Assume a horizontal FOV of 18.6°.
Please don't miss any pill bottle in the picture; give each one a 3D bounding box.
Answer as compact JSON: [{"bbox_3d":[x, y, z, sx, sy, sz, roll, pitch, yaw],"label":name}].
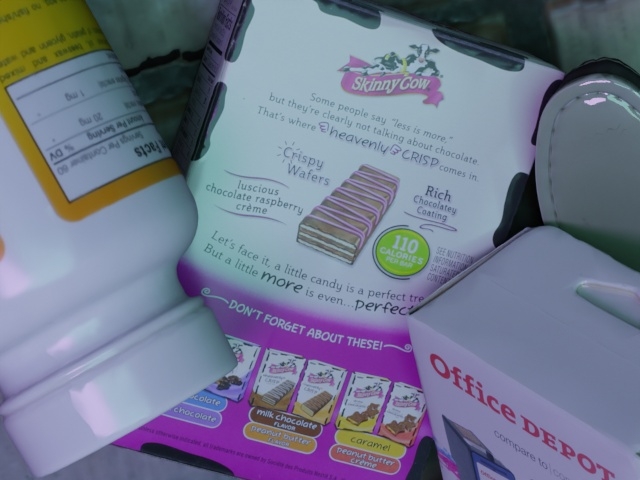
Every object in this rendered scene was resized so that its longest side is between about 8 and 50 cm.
[{"bbox_3d":[-0.138,-0.029,0.838,0.136,0.136,0.245,-29,90,-4],"label":"pill bottle"}]

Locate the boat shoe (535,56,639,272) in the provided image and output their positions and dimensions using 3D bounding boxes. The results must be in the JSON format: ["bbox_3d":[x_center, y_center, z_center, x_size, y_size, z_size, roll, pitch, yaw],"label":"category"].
[{"bbox_3d":[0.165,-0.003,0.951,0.081,0.068,0.227,-12,127,25],"label":"boat shoe"}]

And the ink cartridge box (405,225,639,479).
[{"bbox_3d":[0.136,0.119,0.913,0.093,0.154,0.212,-32,130,-25],"label":"ink cartridge box"}]

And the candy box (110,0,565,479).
[{"bbox_3d":[0.000,0.000,0.939,0.159,0.071,0.233,17,100,-15],"label":"candy box"}]
